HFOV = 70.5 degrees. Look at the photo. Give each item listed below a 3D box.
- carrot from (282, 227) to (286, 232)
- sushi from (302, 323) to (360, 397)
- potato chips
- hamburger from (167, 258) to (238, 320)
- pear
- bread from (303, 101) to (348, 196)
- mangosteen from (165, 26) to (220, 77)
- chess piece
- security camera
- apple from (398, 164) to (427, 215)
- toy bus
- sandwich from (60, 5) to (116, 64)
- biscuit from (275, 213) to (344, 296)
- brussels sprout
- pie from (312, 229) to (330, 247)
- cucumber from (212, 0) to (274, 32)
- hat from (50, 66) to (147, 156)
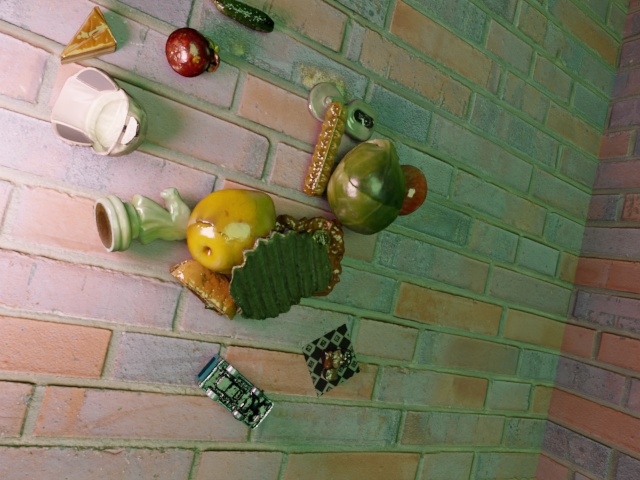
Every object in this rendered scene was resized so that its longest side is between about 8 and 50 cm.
[{"bbox_3d":[-0.074,0.006,1.608,0.165,0.035,0.036,42,73,-21],"label":"carrot"},{"bbox_3d":[0.058,0.489,1.826,0.219,0.047,0.232,-23,104,-26],"label":"sushi"},{"bbox_3d":[-0.126,0.119,1.484,0.358,0.070,0.429,-29,143,-16],"label":"potato chips"},{"bbox_3d":[-0.371,0.155,1.519,0.262,0.124,0.131,48,71,-24],"label":"hamburger"},{"bbox_3d":[-0.282,-0.041,1.483,0.284,0.336,0.285,2,110,4],"label":"pear"},{"bbox_3d":[0.021,-0.341,1.707,0.084,0.077,0.368,15,96,-35],"label":"bread"},{"bbox_3d":[-0.409,-0.596,1.457,0.145,0.181,0.156,-31,92,19],"label":"mangosteen"},{"bbox_3d":[-0.529,-0.071,1.415,0.298,0.175,0.176,-13,100,-41],"label":"chess piece"},{"bbox_3d":[0.090,-0.504,1.767,0.301,0.080,0.157,25,82,-25],"label":"security camera"},{"bbox_3d":[0.340,-0.208,1.859,0.164,0.209,0.210,6,90,-40],"label":"apple"},{"bbox_3d":[-0.299,0.522,1.570,0.256,0.147,0.128,47,72,-18],"label":"toy bus"},{"bbox_3d":[-0.696,-0.593,1.314,0.163,0.079,0.114,-28,105,-23],"label":"sandwich"},{"bbox_3d":[-0.053,0.065,1.701,0.311,0.110,0.319,1,92,-30],"label":"biscuit"},{"bbox_3d":[0.181,-0.209,1.709,0.289,0.281,0.355,26,70,-21],"label":"brussels sprout"},{"bbox_3d":[0.000,0.000,1.655,0.084,0.020,0.085,0,90,-30],"label":"pie"},{"bbox_3d":[-0.264,-0.779,1.555,0.227,0.069,0.069,14,86,-25],"label":"cucumber"},{"bbox_3d":[-0.644,-0.361,1.326,0.274,0.161,0.232,23,83,-5],"label":"hat"}]
